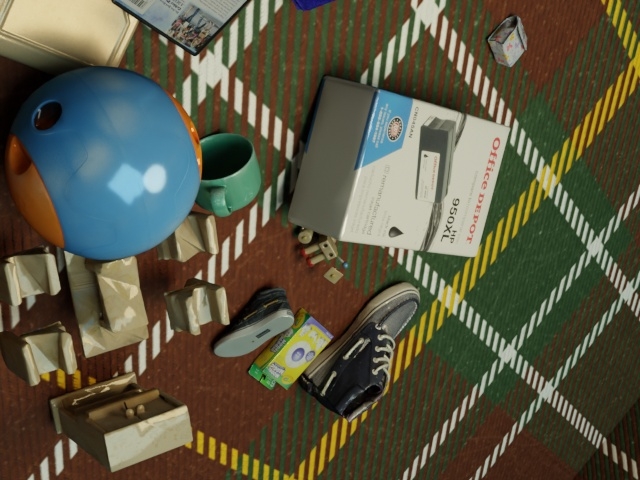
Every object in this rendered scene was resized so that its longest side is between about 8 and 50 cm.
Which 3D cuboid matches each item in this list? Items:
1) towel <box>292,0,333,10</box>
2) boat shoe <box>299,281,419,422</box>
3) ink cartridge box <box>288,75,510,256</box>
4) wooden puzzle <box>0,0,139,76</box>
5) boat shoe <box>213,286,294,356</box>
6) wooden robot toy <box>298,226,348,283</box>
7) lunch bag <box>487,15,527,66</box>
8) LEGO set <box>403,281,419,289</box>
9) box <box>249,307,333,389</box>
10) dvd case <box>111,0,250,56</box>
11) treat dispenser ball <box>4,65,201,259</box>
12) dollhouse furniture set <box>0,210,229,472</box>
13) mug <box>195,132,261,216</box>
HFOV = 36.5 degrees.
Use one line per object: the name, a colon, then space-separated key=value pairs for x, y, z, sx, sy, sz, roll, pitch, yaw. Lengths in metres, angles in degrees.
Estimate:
towel: x=-0.022 y=-0.488 z=1.514 sx=0.308 sy=0.227 sz=0.076 roll=40 pitch=50 yaw=-47
boat shoe: x=0.124 y=0.254 z=2.149 sx=0.340 sy=0.158 sz=0.127 roll=-45 pitch=136 yaw=-4
ink cartridge box: x=0.162 y=-0.134 z=1.897 sx=0.395 sy=0.166 sz=0.286 roll=7 pitch=101 yaw=-42
wooden puzzle: x=-0.367 y=-0.357 z=1.438 sx=0.221 sy=0.044 sz=0.239 roll=17 pitch=110 yaw=-45
boat shoe: x=-0.137 y=0.166 z=1.958 sx=0.183 sy=0.083 sz=0.065 roll=-28 pitch=138 yaw=14
wooden robot toy: x=0.000 y=0.000 z=1.966 sx=0.076 sy=0.079 sz=0.173 roll=-21 pitch=114 yaw=18
lunch bag: x=0.397 y=-0.417 z=2.020 sx=0.083 sy=0.053 sz=0.071 roll=-50 pitch=139 yaw=-15
LEGO set: x=0.208 y=0.130 z=2.242 sx=0.083 sy=0.023 sz=0.054 roll=22 pitch=102 yaw=-46
box: x=-0.065 y=0.241 z=2.078 sx=0.179 sy=0.043 sz=0.105 roll=-47 pitch=136 yaw=-2
dvd case: x=-0.169 y=-0.407 z=1.462 sx=0.253 sy=0.022 sz=0.180 roll=-42 pitch=141 yaw=18
treat dispenser ball: x=-0.321 y=-0.115 z=1.450 sx=0.288 sy=0.288 sz=0.288 roll=-21 pitch=129 yaw=-28
dollhouse furniture set: x=-0.375 y=0.159 z=1.692 sx=0.362 sy=0.256 sz=0.394 roll=-16 pitch=105 yaw=-32
mug: x=-0.176 y=-0.101 z=1.687 sx=0.158 sy=0.129 sz=0.097 roll=-53 pitch=147 yaw=-35
